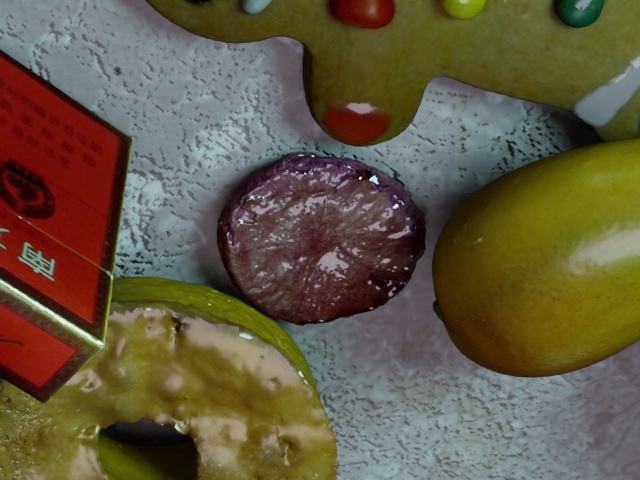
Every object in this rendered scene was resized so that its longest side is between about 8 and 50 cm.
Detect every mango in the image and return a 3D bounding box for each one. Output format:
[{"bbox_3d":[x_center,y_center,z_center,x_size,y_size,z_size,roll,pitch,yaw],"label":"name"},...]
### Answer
[{"bbox_3d":[0.180,0.007,1.336,0.175,0.139,0.254,-5,158,-42],"label":"mango"}]

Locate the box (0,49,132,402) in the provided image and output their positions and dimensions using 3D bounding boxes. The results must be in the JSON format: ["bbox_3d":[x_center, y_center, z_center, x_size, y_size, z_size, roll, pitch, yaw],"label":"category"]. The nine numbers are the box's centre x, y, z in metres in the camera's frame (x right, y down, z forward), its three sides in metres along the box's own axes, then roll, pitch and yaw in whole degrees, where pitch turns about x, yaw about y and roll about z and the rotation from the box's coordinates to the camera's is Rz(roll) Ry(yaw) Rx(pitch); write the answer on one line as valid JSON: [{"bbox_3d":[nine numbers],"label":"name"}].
[{"bbox_3d":[-0.208,-0.024,1.267,0.153,0.240,0.074,38,118,-24],"label":"box"}]

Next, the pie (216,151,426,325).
[{"bbox_3d":[0.000,0.000,1.413,0.154,0.036,0.154,-1,124,-2],"label":"pie"}]

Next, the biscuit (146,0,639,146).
[{"bbox_3d":[0.074,-0.174,1.284,0.432,0.064,0.283,9,123,-9],"label":"biscuit"}]

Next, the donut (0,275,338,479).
[{"bbox_3d":[-0.126,0.138,1.457,0.277,0.108,0.278,-1,124,-1],"label":"donut"}]
